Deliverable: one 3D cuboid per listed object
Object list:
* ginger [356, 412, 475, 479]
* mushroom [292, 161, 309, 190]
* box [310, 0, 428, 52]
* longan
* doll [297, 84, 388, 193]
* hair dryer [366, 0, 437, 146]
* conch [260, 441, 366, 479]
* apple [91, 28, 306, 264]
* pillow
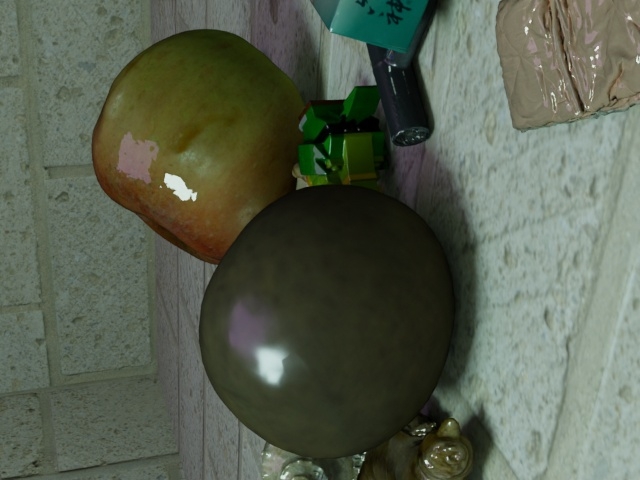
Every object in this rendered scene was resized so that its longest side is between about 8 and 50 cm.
[{"bbox_3d":[0.107,0.256,1.113,0.333,0.080,0.166,148,130,-79],"label":"ginger"},{"bbox_3d":[-0.005,0.007,1.368,0.096,0.108,0.247,19,124,26],"label":"mushroom"},{"bbox_3d":[0.045,-0.320,1.015,0.245,0.092,0.153,-113,39,-55],"label":"box"},{"bbox_3d":[0.010,0.080,1.044,0.297,0.297,0.297,175,90,-73],"label":"longan"},{"bbox_3d":[0.033,-0.091,1.188,0.134,0.106,0.186,5,100,60],"label":"doll"},{"bbox_3d":[0.105,-0.218,1.026,0.195,0.050,0.173,126,135,-61],"label":"hair dryer"},{"bbox_3d":[0.005,0.310,1.339,0.245,0.163,0.178,-46,-27,-73],"label":"conch"},{"bbox_3d":[-0.162,-0.141,1.451,0.305,0.338,0.338,-58,13,-11],"label":"apple"},{"bbox_3d":[0.199,-0.154,0.739,0.232,0.043,0.126,173,86,-71],"label":"pillow"}]
